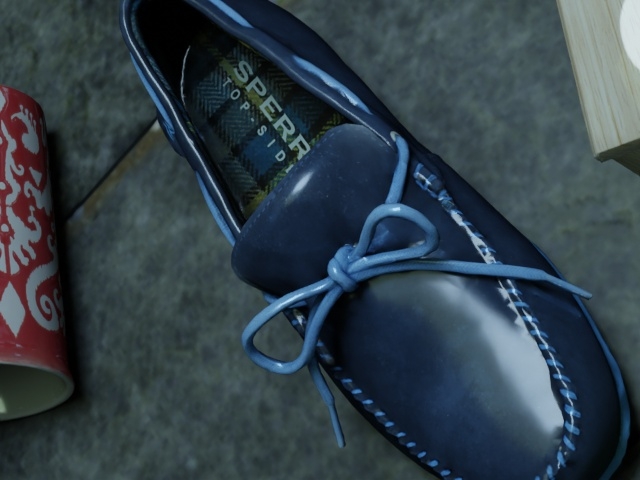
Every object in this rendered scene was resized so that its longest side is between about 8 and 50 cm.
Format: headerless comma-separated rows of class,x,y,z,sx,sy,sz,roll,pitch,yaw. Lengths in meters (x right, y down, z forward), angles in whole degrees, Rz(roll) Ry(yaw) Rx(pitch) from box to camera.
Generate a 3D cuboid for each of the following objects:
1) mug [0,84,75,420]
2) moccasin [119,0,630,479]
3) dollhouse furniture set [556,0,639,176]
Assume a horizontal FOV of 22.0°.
mug,-0.213,0.010,0.927,0.150,0.113,0.169,-17,66,27
moccasin,0.000,0.000,0.784,0.137,0.117,0.342,-52,57,11
dollhouse furniture set,0.233,-0.100,0.632,0.242,0.161,0.212,-21,67,27
